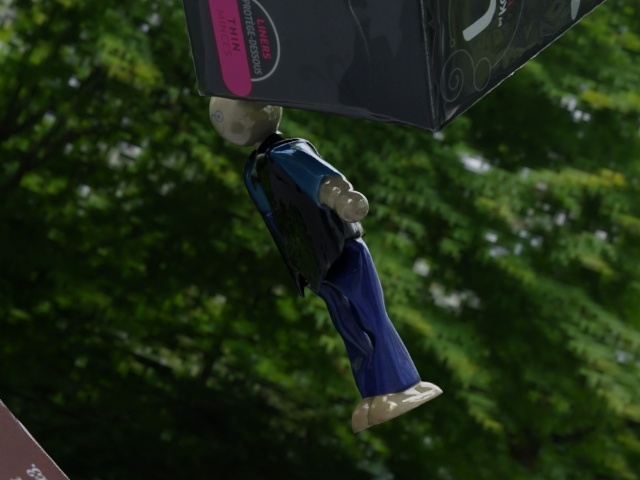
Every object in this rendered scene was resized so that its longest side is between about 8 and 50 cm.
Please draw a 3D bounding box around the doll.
[{"bbox_3d":[0.000,0.000,0.746,0.189,0.046,0.129,64,-16,5],"label":"doll"}]

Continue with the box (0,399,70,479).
[{"bbox_3d":[-0.180,0.205,0.620,0.168,0.167,0.203,45,-51,19],"label":"box"}]

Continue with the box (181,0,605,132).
[{"bbox_3d":[0.060,-0.186,0.725,0.143,0.270,0.165,12,-55,34],"label":"box"}]
